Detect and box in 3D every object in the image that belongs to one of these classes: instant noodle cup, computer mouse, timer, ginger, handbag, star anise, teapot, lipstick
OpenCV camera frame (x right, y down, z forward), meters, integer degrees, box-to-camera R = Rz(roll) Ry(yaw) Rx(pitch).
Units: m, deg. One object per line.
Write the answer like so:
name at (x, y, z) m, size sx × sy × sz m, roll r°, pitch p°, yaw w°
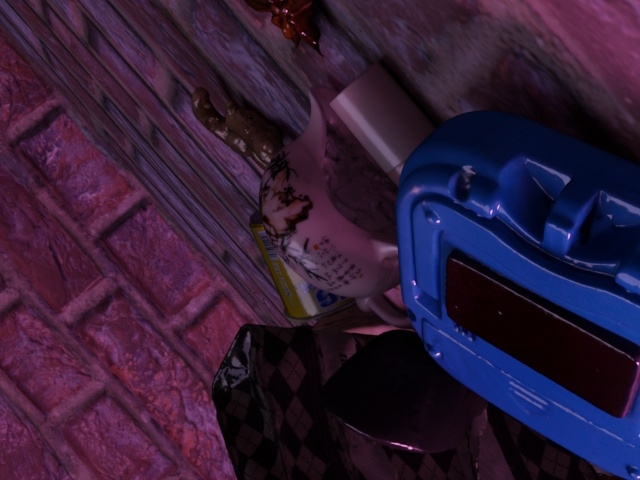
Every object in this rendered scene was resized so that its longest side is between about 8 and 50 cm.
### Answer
instant noodle cup at (0.000, 0.000, 1.232) m, size 0.153 × 0.205 × 0.205 m, roll 59°, pitch 165°, yaw -15°
computer mouse at (0.102, 0.146, 0.935) m, size 0.147 × 0.088 × 0.264 m, roll 24°, pitch -172°, yaw 17°
timer at (0.210, 0.056, 0.756) m, size 0.340 × 0.115 × 0.309 m, roll 30°, pitch 149°, yaw 29°
ginger at (-0.091, -0.150, 1.381) m, size 0.258 × 0.065 × 0.149 m, roll 32°, pitch 173°, yaw 33°
handbag at (0.101, 0.260, 1.048) m, size 0.317 × 0.416 × 0.180 m, roll -112°, pitch 37°, yaw -52°
star anise at (-0.047, -0.267, 0.905) m, size 0.157 × 0.053 × 0.212 m, roll 45°, pitch 168°, yaw 11°
teapot at (0.043, -0.024, 1.029) m, size 0.208 × 0.166 × 0.300 m, roll -1°, pitch -134°, yaw -52°
lipstick at (0.116, -0.067, 0.916) m, size 0.254 × 0.070 × 0.070 m, roll 49°, pitch 167°, yaw -5°

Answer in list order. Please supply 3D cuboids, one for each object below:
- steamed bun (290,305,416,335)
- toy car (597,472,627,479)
steamed bun at (0.057, 0.222, 1.578) m, size 0.394 × 0.238 × 0.346 m, roll 1°, pitch 172°, yaw 28°
toy car at (0.383, 0.455, 1.206) m, size 0.124 × 0.101 × 0.257 m, roll -35°, pitch -58°, yaw -67°
